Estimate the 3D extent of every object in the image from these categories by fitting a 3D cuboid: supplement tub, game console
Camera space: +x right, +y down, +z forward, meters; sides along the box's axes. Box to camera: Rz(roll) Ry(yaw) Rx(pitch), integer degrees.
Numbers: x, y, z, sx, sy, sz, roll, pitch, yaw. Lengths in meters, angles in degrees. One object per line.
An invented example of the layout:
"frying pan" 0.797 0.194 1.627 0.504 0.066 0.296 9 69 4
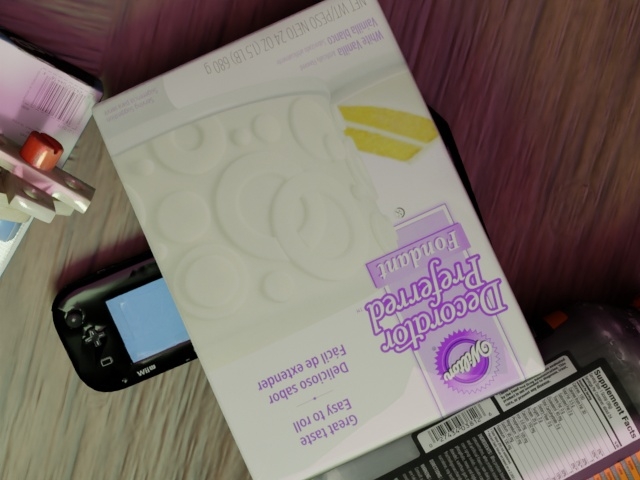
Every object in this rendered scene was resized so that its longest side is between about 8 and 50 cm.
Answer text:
"supplement tub" 0.173 0.185 1.604 0.338 0.207 0.207 -27 108 -2
"game console" -0.037 0.033 1.611 0.361 0.044 0.213 -22 108 -3

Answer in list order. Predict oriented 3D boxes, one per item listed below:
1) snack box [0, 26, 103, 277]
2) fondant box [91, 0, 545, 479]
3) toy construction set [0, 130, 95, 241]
"snack box" -0.353 -0.115 1.503 0.322 0.060 0.187 28 100 -16
"fondant box" 0.000 0.000 1.509 0.238 0.096 0.330 -25 85 2
"toy construction set" -0.323 0.038 1.443 0.215 0.151 0.327 35 92 9
